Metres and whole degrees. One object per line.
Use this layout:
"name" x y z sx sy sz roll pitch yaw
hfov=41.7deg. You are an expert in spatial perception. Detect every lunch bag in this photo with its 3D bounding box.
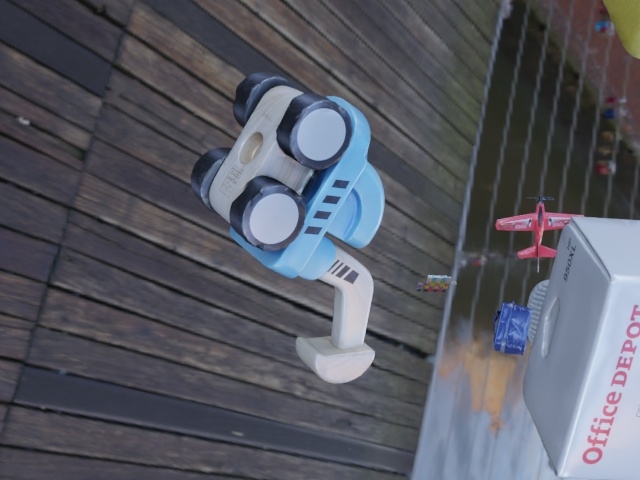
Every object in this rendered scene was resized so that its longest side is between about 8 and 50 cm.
"lunch bag" 0.356 0.161 1.573 0.067 0.065 0.098 68 35 -67

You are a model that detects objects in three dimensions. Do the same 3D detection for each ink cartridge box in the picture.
"ink cartridge box" 0.480 0.141 1.025 0.166 0.395 0.285 -94 -172 -64

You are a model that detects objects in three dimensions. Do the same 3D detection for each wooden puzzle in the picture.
"wooden puzzle" 0.239 0.089 1.731 0.049 0.083 0.006 100 -11 -49

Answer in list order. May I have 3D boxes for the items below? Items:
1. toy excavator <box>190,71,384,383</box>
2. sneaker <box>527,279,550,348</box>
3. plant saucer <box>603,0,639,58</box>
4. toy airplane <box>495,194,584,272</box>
"toy excavator" 0.000 0.000 1.416 0.445 0.222 0.433 28 94 -36
"sneaker" 0.557 0.250 1.897 0.127 0.126 0.321 9 67 -41
"plant saucer" 0.500 -0.430 1.061 0.081 0.333 0.332 63 11 -69
"toy airplane" 0.380 -0.014 1.456 0.028 0.151 0.151 -81 155 -57
